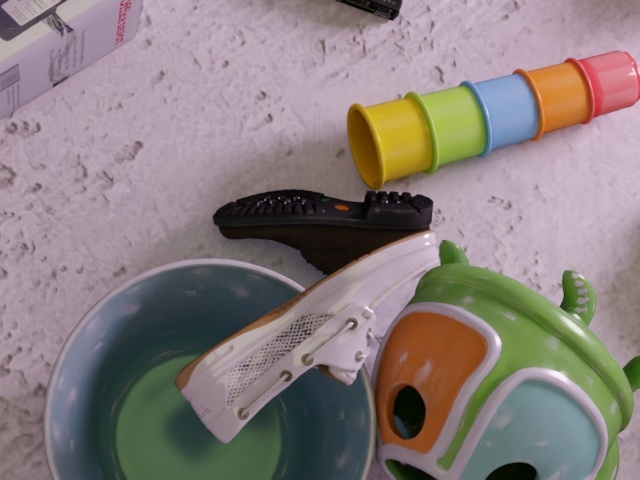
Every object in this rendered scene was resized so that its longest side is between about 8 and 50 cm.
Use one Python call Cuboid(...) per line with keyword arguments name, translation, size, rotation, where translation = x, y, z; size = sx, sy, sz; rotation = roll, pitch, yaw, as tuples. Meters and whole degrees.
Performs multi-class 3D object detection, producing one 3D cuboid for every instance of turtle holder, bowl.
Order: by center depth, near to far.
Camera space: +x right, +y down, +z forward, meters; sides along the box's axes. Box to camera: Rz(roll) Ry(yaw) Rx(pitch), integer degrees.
Cuboid(name="bowl", translation=(-0.114, 0.184, 1.676), size=(0.311, 0.163, 0.312), rotation=(2, 78, -9))
Cuboid(name="turtle holder", translation=(0.174, 0.175, 1.700), size=(0.243, 0.320, 0.227), rotation=(24, 66, 25))

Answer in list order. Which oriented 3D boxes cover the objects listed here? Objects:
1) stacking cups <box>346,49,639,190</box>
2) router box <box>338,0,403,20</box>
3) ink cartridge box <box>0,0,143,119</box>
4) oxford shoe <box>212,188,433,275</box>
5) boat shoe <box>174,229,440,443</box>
Cuboid(name="stacking cups", translation=(0.187, -0.141, 1.840), size=(0.316, 0.096, 0.096), rotation=(-17, 81, -17))
Cuboid(name="router box", translation=(0.040, -0.304, 1.870), size=(0.122, 0.038, 0.092), rotation=(20, 76, -5))
Cuboid(name="ink cartridge box", translation=(-0.301, -0.211, 1.725), size=(0.237, 0.172, 0.100), rotation=(-34, 85, -14))
Cuboid(name="oxford shoe", translation=(0.000, 0.000, 1.776), size=(0.227, 0.083, 0.096), rotation=(5, 111, 8))
Cuboid(name="boat shoe", translation=(0.004, 0.091, 1.587), size=(0.277, 0.098, 0.096), rotation=(-33, 85, -5))
